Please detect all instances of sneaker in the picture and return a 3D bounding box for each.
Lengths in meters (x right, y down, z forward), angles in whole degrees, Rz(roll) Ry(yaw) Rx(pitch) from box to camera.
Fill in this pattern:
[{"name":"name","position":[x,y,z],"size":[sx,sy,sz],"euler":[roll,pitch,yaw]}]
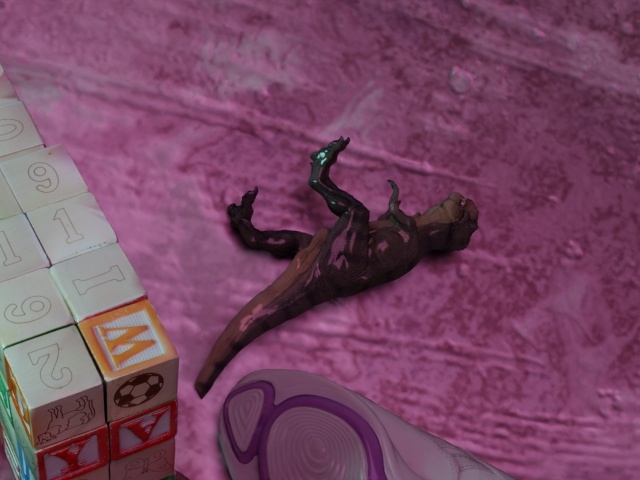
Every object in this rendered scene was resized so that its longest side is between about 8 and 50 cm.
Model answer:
[{"name":"sneaker","position":[0.064,0.191,1.025],"size":[0.305,0.152,0.114],"euler":[28,88,19]}]

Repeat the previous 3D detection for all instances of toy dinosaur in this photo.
[{"name":"toy dinosaur","position":[0.000,0.000,1.095],"size":[0.268,0.064,0.118],"euler":[-28,87,-18]}]

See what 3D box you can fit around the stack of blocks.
[{"name":"stack of blocks","position":[-0.188,0.023,0.926],"size":[0.087,0.171,0.297],"euler":[-19,55,-20]}]

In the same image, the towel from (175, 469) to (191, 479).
[{"name":"towel","position":[0.004,0.272,0.917],"size":[0.329,0.237,0.037],"euler":[29,109,3]}]
